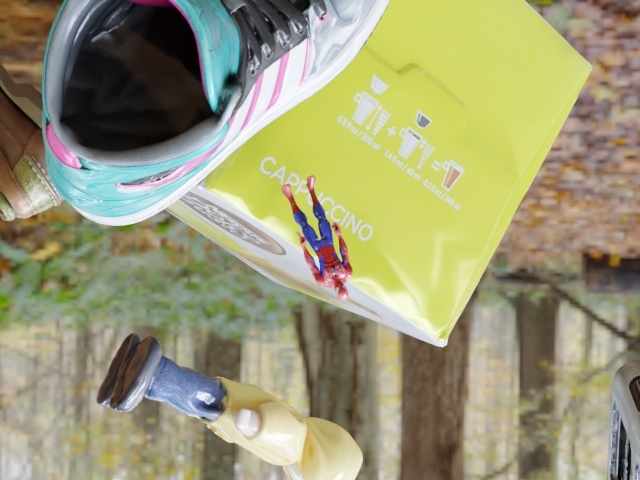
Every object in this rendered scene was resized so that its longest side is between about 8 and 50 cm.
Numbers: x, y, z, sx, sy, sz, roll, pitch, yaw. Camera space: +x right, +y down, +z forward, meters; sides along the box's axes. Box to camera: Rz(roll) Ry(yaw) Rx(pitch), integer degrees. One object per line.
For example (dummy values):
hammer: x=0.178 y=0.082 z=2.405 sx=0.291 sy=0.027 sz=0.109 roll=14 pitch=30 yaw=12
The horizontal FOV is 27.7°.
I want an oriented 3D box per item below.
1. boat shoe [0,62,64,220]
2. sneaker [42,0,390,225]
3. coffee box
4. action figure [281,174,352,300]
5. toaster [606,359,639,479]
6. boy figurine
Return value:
boat shoe: x=-0.330 y=-0.114 z=1.244 sx=0.104 sy=0.110 sz=0.307 roll=-40 pitch=-141 yaw=-15
sneaker: x=-0.059 y=-0.134 z=0.781 sx=0.124 sy=0.295 sz=0.178 roll=44 pitch=177 yaw=4
coffee box: x=0.003 y=-0.140 z=1.338 sx=0.338 sy=0.338 sz=0.334 roll=34 pitch=172 yaw=-34
action figure: x=0.000 y=0.000 z=1.102 sx=0.038 sy=0.115 sz=0.030 roll=-18 pitch=159 yaw=-11
toaster: x=0.304 y=0.202 z=1.048 sx=0.110 sy=0.185 sz=0.168 roll=-5 pitch=-146 yaw=1
boy figurine: x=-0.087 y=0.189 z=1.340 sx=0.285 sy=0.092 sz=0.177 roll=32 pitch=166 yaw=-25
